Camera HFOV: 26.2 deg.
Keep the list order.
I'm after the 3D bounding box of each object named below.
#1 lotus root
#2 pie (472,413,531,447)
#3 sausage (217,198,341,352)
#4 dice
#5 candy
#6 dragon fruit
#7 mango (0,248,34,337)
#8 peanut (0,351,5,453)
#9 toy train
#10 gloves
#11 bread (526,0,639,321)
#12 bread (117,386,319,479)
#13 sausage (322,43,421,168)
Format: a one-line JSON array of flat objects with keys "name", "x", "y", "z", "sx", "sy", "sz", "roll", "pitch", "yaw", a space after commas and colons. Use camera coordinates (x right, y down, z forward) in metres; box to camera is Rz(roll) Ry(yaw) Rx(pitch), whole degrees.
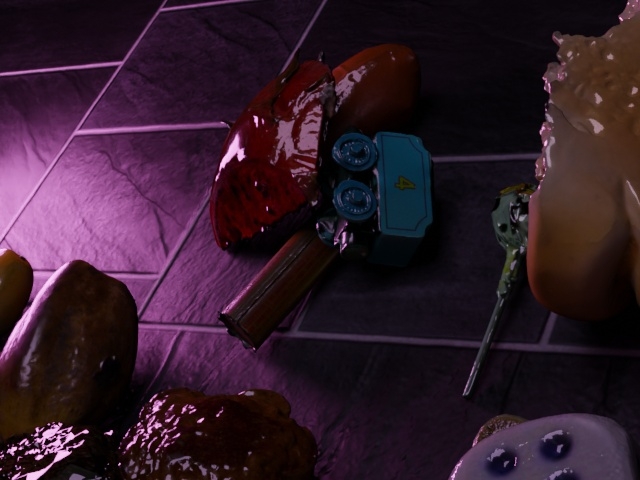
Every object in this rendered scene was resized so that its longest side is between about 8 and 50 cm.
[{"name": "lotus root", "x": -0.354, "y": 0.175, "z": 1.922, "sx": 0.193, "sy": 0.193, "sz": 0.291, "roll": -10, "pitch": 40, "yaw": 26}, {"name": "pie", "x": 0.212, "y": 0.232, "z": 1.569, "sx": 0.084, "sy": 0.021, "sz": 0.084, "roll": -20, "pitch": 39, "yaw": 17}, {"name": "sausage", "x": 0.000, "y": 0.000, "z": 1.931, "sx": 0.082, "sy": 0.082, "sz": 0.371, "roll": 20, "pitch": 60, "yaw": 46}, {"name": "dice", "x": 0.239, "y": 0.298, "z": 1.341, "sx": 0.194, "sy": 0.192, "sz": 0.193, "roll": -19, "pitch": 39, "yaw": 20}, {"name": "candy", "x": 0.224, "y": 0.060, "z": 1.711, "sx": 0.083, "sy": 0.091, "sz": 0.305, "roll": -25, "pitch": 36, "yaw": 58}, {"name": "dragon fruit", "x": -0.081, "y": -0.143, "z": 1.971, "sx": 0.343, "sy": 0.100, "sz": 0.282, "roll": -29, "pitch": 41, "yaw": 59}, {"name": "mango", "x": -0.530, "y": 0.102, "z": 2.174, "sx": 0.195, "sy": 0.092, "sz": 0.130, "roll": -50, "pitch": 42, "yaw": -14}, {"name": "peanut", "x": -0.498, "y": 0.253, "z": 1.967, "sx": 0.136, "sy": 0.120, "sz": 0.298, "roll": -45, "pitch": 28, "yaw": 26}, {"name": "toy train", "x": 0.076, "y": -0.062, "z": 1.862, "sx": 0.154, "sy": 0.107, "sz": 0.198, "roll": 8, "pitch": 59, "yaw": -11}, {"name": "gloves", "x": -0.353, "y": 0.320, "z": 1.708, "sx": 0.312, "sy": 0.135, "sz": 0.210, "roll": -36, "pitch": 12, "yaw": 36}, {"name": "bread", "x": 0.383, "y": -0.099, "z": 1.559, "sx": 0.245, "sy": 0.329, "sz": 0.424, "roll": 5, "pitch": 49, "yaw": 39}, {"name": "bread", "x": -0.116, "y": 0.275, "z": 1.622, "sx": 0.232, "sy": 0.135, "sz": 0.247, "roll": -2, "pitch": 30, "yaw": 7}, {"name": "sausage", "x": 0.045, "y": -0.198, "z": 2.071, "sx": 0.258, "sy": 0.133, "sz": 0.133, "roll": -40, "pitch": 38, "yaw": -5}]
